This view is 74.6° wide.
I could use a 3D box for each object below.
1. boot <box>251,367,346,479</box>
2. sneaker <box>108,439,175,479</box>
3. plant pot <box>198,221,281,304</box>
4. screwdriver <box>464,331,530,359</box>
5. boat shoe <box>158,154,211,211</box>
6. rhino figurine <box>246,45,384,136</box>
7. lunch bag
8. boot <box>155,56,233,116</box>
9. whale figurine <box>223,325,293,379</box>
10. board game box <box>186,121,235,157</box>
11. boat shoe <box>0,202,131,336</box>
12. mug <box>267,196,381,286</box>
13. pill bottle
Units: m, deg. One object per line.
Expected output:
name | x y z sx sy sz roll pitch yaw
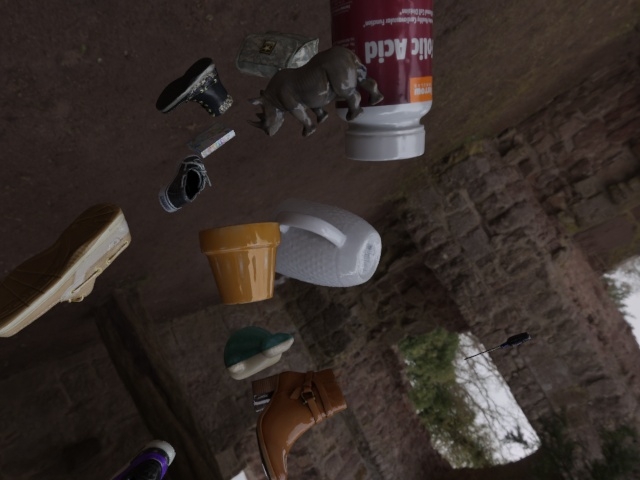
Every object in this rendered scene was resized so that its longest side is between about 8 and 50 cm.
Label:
boot | -0.043 0.430 1.002 0.220 0.109 0.283 -7 -151 -10
sneaker | -0.491 0.645 1.053 0.293 0.102 0.146 -52 -171 14
plant pot | -0.195 0.060 1.073 0.205 0.188 0.205 -8 178 0
screwdriver | 0.429 0.265 1.025 0.170 0.025 0.024 -37 176 27
boat shoe | -0.415 -0.202 1.350 0.104 0.113 0.306 -18 -153 14
rhino figurine | -0.028 -0.232 0.685 0.243 0.106 0.073 -10 -144 33
lunch bag | -0.171 -0.729 1.671 0.287 0.235 0.169 -54 155 -49
boot | -0.406 -0.461 1.391 0.236 0.085 0.179 -47 150 -9
whale figurine | -0.189 0.314 1.256 0.216 0.141 0.272 -17 165 -37
board game box | -0.412 -0.380 1.581 0.154 0.103 0.026 -42 144 -20
boat shoe | -0.261 0.036 0.438 0.170 0.063 0.059 -55 151 -33
mug | 0.000 0.000 1.365 0.374 0.327 0.276 40 68 -57
pill bottle | 0.139 -0.390 0.946 0.223 0.393 0.224 -4 -161 2
